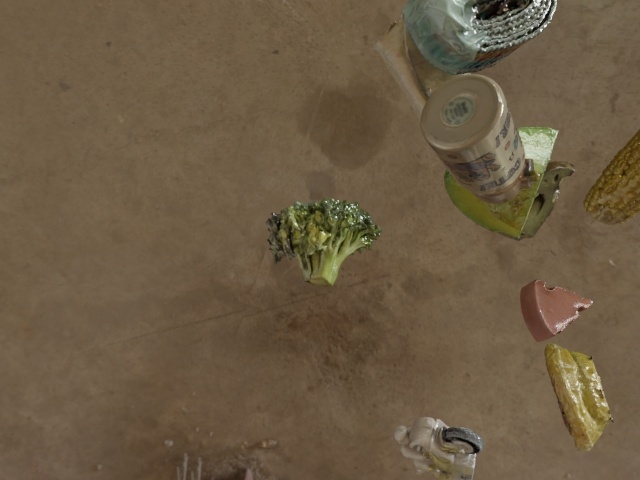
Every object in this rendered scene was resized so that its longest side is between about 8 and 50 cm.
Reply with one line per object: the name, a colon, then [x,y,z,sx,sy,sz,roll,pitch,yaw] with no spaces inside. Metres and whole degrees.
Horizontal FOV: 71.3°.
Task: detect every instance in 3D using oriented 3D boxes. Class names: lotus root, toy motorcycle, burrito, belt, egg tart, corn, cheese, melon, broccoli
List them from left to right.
broccoli: [0.003,-0.024,1.349,0.334,0.272,0.324,-2,138,26]
burrito: [0.243,-0.347,0.972,0.143,0.105,0.299,-36,99,0]
toy motorcycle: [0.305,0.561,1.189,0.222,0.108,0.341,10,138,20]
belt: [0.291,-0.431,0.830,0.257,0.150,0.207,-15,89,-10]
melon: [0.544,-0.146,1.331,0.331,0.226,0.343,-28,154,0]
lotus root: [0.741,-0.149,1.583,0.141,0.210,0.314,26,100,4]
cheese: [0.792,0.218,1.556,0.202,0.128,0.177,-35,74,-13]
egg tart: [0.696,0.407,1.193,0.115,0.290,0.290,-20,112,28]
corn: [0.479,-0.127,0.613,0.097,0.097,0.262,24,125,-8]

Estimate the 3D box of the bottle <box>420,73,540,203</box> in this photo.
bottle: [0.217,-0.115,0.577,0.110,0.209,0.097,7,77,37]
